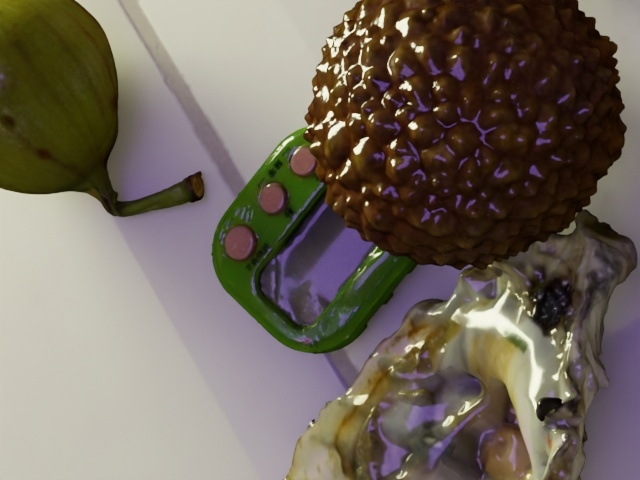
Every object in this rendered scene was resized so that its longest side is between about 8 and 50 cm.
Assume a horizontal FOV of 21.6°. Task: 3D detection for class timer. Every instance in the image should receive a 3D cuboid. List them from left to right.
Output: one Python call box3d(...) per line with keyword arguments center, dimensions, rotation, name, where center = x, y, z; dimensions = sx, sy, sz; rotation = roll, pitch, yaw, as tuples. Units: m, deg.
box3d(center=(0.000, 0.000, 1.139), dimensions=(0.128, 0.047, 0.140), rotation=(43, 101, 21), name="timer")

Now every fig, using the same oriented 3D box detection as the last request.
box3d(center=(-0.197, -0.092, 1.196), dimensions=(0.148, 0.186, 0.142), rotation=(-31, 30, -3), name="fig")

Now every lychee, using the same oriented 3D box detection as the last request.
box3d(center=(0.087, -0.081, 1.022), dimensions=(0.200, 0.238, 0.200), rotation=(6, 123, 10), name="lychee")

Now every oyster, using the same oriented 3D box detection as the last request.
box3d(center=(0.094, 0.144, 1.070), dimensions=(0.354, 0.107, 0.201), rotation=(-52, 38, 16), name="oyster")
